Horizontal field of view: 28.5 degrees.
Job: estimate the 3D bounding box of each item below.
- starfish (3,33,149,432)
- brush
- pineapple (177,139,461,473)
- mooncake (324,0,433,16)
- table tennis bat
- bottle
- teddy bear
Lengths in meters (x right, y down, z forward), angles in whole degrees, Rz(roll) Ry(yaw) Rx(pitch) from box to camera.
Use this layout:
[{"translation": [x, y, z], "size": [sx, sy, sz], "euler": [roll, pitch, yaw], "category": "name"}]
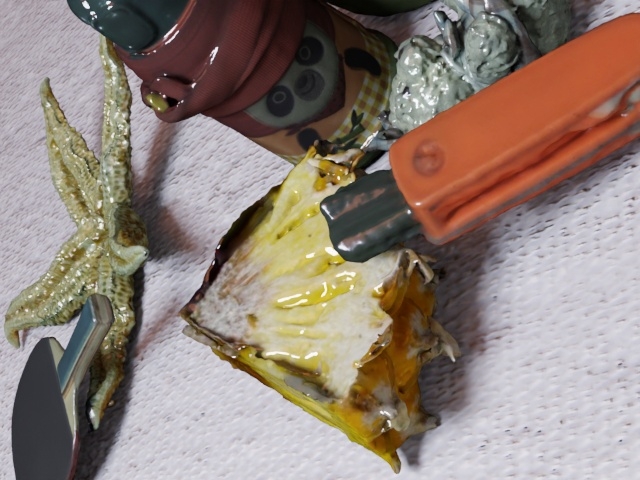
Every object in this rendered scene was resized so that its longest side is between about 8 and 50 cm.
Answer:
[{"translation": [-0.209, -0.019, 1.193], "size": [0.347, 0.078, 0.358], "euler": [36, 113, 59], "category": "starfish"}, {"translation": [0.147, -0.075, 0.790], "size": [0.323, 0.051, 0.070], "euler": [-29, 42, 13], "category": "brush"}, {"translation": [-0.002, 0.046, 0.877], "size": [0.186, 0.114, 0.236], "euler": [-19, 52, 10], "category": "pineapple"}, {"translation": [0.044, -0.369, 1.014], "size": [0.356, 0.194, 0.356], "euler": [-26, 52, 38], "category": "mooncake"}, {"translation": [-0.236, 0.145, 1.136], "size": [0.274, 0.021, 0.154], "euler": [-59, 42, 40], "category": "table tennis bat"}, {"translation": [-0.069, -0.144, 0.955], "size": [0.143, 0.271, 0.156], "euler": [-27, 52, 39], "category": "bottle"}, {"translation": [0.115, -0.144, 0.893], "size": [0.133, 0.111, 0.213], "euler": [-92, 20, -57], "category": "teddy bear"}]
